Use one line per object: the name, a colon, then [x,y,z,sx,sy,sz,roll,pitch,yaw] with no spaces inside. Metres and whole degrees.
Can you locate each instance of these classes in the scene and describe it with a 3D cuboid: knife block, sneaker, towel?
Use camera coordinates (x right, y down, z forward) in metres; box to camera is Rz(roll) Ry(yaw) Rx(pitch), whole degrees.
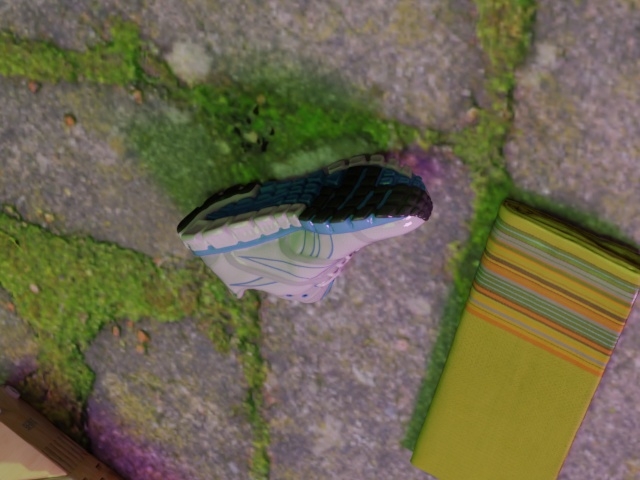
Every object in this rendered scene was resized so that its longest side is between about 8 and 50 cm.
knife block: [-0.276,0.247,1.257,0.275,0.088,0.242,38,96,-1]
sneaker: [0.000,0.000,1.061,0.190,0.071,0.083,-8,122,39]
towel: [0.134,0.085,1.074,0.102,0.021,0.237,27,128,15]
